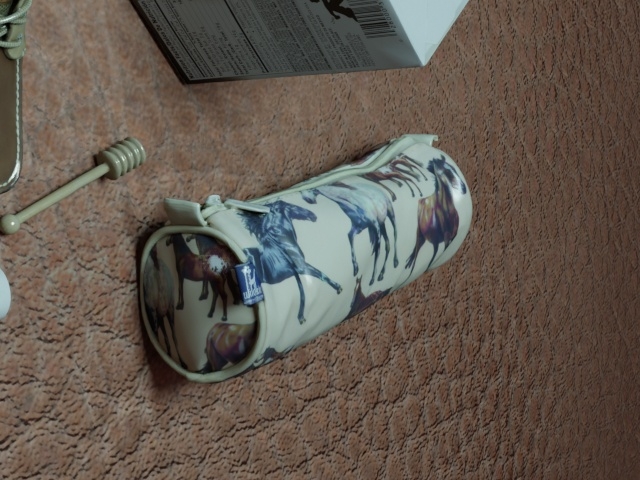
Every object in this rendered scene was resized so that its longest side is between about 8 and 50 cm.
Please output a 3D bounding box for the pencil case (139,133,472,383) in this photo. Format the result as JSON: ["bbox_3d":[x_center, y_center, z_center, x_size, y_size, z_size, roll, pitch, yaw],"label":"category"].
[{"bbox_3d":[0.000,0.000,1.182,0.410,0.160,0.184,-25,128,-48],"label":"pencil case"}]

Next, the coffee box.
[{"bbox_3d":[-0.010,-0.246,1.027,0.168,0.297,0.119,-56,130,-30],"label":"coffee box"}]

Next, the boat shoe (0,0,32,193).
[{"bbox_3d":[-0.280,-0.184,0.836,0.123,0.116,0.324,-28,116,-47],"label":"boat shoe"}]

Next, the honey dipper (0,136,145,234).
[{"bbox_3d":[-0.224,-0.049,0.998,0.160,0.030,0.030,-36,122,-40],"label":"honey dipper"}]

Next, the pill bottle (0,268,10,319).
[{"bbox_3d":[-0.308,0.049,0.870,0.120,0.067,0.067,-9,102,-51],"label":"pill bottle"}]
